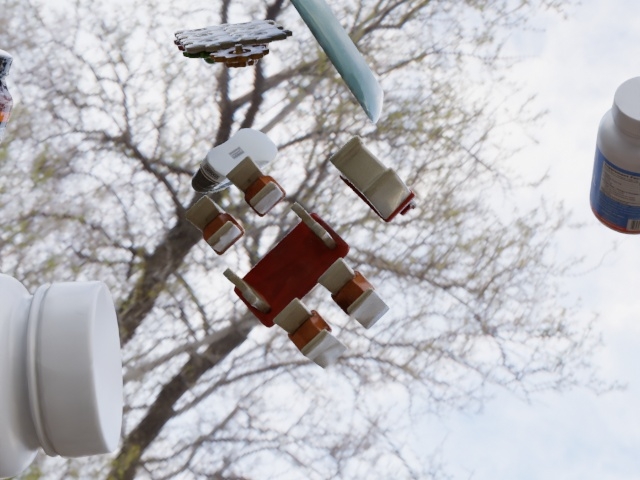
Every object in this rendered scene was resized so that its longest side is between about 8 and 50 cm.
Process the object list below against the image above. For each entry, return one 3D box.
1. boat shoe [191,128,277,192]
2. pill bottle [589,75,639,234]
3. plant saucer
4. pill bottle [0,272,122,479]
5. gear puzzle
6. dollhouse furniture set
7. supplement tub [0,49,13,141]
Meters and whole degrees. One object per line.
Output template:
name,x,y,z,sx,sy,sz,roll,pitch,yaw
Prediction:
boat shoe,-0.156,-0.140,1.756,0.078,0.219,0.070,50,-56,5
pill bottle,0.446,-0.120,1.380,0.124,0.124,0.221,18,-34,21
plant saucer,0.007,-0.313,1.464,0.043,0.317,0.318,-33,-81,7
pill bottle,-0.304,0.108,0.757,0.283,0.160,0.160,-5,-60,-3
gear puzzle,-0.135,-0.306,1.572,0.175,0.339,0.044,-10,-70,-10
dollhouse furniture set,0.000,0.000,1.283,0.259,0.135,0.262,-43,-117,0
supplement tub,-0.396,-0.118,1.055,0.106,0.106,0.198,25,-82,16
